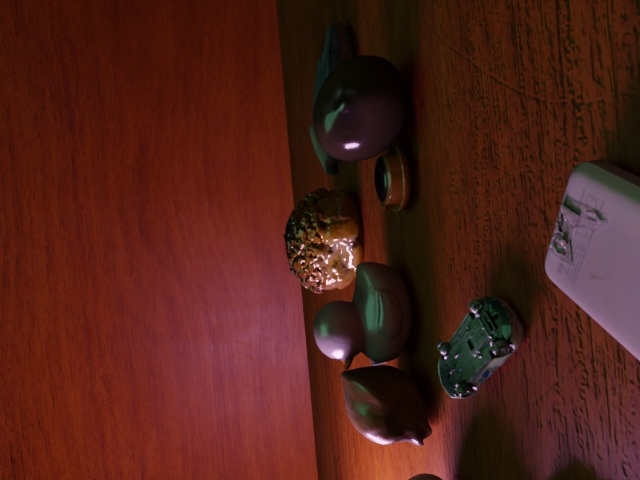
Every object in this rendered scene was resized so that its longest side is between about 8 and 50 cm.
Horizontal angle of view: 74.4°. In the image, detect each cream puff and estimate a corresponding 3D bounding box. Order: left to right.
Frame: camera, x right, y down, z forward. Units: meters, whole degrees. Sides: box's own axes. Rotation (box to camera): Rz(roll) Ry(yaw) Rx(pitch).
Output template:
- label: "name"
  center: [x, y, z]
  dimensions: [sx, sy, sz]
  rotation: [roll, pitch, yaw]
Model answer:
- label: "cream puff"
  center: [0.000, 0.000, 1.350]
  dimensions: [0.343, 0.230, 0.327]
  rotation: [109, 157, -66]

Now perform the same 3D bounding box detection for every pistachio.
- label: "pistachio"
  center: [0.131, 0.359, 0.949]
  dimensions: [0.212, 0.163, 0.260]
  rotation: [43, 164, 4]

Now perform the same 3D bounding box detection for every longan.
- label: "longan"
  center: [0.085, -0.269, 0.867]
  dimensions: [0.220, 0.196, 0.197]
  rotation: [119, 149, -42]

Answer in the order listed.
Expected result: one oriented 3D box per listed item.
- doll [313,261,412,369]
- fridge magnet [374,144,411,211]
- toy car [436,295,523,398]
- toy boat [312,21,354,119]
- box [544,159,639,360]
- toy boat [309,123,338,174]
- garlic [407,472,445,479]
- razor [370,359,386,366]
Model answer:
- label: "doll"
  center: [0.089, 0.173, 0.973]
  dimensions: [0.221, 0.220, 0.251]
  rotation: [-158, 75, -78]
- label: "fridge magnet"
  center: [0.154, -0.131, 0.901]
  dimensions: [0.143, 0.062, 0.143]
  rotation: [174, 90, -83]
- label: "toy car"
  center: [0.233, 0.162, 0.629]
  dimensions: [0.093, 0.058, 0.186]
  rotation: [-106, 27, -47]
- label: "toy boat"
  center: [0.056, -0.462, 1.230]
  dimensions: [0.215, 0.123, 0.330]
  rotation: [120, 156, -59]
- label: "box"
  center: [0.286, 0.049, 0.329]
  dimensions: [0.285, 0.044, 0.142]
  rotation: [-112, 17, -56]
- label: "toy boat"
  center: [0.026, -0.343, 1.519]
  dimensions: [0.134, 0.078, 0.208]
  rotation: [89, 161, -64]
- label: "garlic"
  center: [0.199, 0.537, 0.747]
  dimensions: [0.228, 0.152, 0.228]
  rotation: [175, 90, -73]
- label: "razor"
  center: [0.157, 0.368, 1.214]
  dimensions: [0.068, 0.040, 0.135]
  rotation: [-107, 11, -51]
